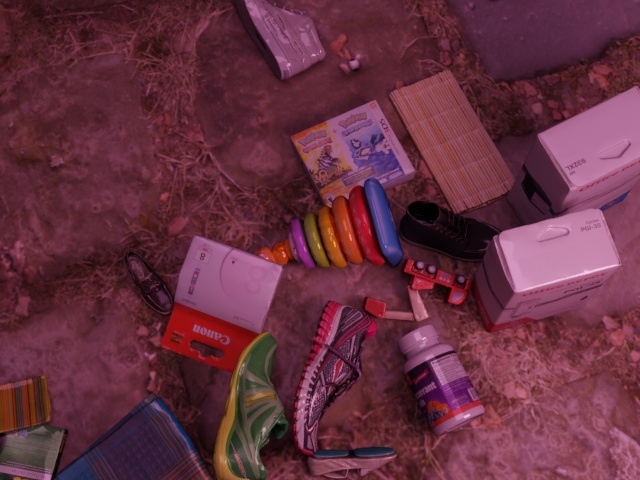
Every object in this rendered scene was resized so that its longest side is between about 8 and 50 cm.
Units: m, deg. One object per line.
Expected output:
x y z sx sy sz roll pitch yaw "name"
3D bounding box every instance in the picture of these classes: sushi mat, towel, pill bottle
0.281 -0.210 2.042 0.151 0.019 0.317 -24 72 -9 "sushi mat"
-0.635 0.324 1.826 0.237 0.021 0.102 -11 55 -12 "towel"
0.222 0.262 1.828 0.108 0.108 0.193 -24 72 -8 "pill bottle"
-0.296 0.497 1.731 0.271 0.040 0.370 -40 73 12 "towel"

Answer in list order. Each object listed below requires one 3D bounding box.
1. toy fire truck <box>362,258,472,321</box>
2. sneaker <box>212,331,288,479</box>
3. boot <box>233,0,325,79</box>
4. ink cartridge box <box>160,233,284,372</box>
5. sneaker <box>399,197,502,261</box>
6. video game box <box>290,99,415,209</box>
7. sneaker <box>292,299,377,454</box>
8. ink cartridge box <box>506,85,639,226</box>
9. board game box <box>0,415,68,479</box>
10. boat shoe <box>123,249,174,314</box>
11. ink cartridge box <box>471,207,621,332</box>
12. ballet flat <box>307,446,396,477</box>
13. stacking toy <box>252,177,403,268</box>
0.192 0.109 1.907 0.192 0.047 0.135 19 87 -3 "toy fire truck"
-0.115 0.313 1.779 0.123 0.109 0.296 10 59 2 "sneaker"
-0.091 -0.479 2.108 0.123 0.095 0.258 -27 81 -15 "boot"
-0.195 0.127 1.875 0.189 0.066 0.232 19 84 7 "ink cartridge box"
0.270 -0.019 1.921 0.222 0.118 0.083 8 71 3 "sneaker"
0.067 -0.174 2.015 0.205 0.048 0.187 -25 70 -9 "video game box"
0.020 0.261 1.824 0.112 0.121 0.299 18 71 4 "sneaker"
0.509 -0.137 1.862 0.223 0.307 0.129 -26 73 -9 "ink cartridge box"
-0.622 0.399 1.824 0.259 0.030 0.136 11 69 4 "board game box"
-0.346 0.083 1.923 0.056 0.049 0.152 -39 75 -13 "boat shoe"
0.412 0.062 1.805 0.207 0.283 0.117 -14 71 -5 "ink cartridge box"
0.060 0.419 1.812 0.168 0.057 0.052 -2 98 3 "ballet flat"
0.000 0.000 1.916 0.301 0.175 0.166 -17 76 9 "stacking toy"
